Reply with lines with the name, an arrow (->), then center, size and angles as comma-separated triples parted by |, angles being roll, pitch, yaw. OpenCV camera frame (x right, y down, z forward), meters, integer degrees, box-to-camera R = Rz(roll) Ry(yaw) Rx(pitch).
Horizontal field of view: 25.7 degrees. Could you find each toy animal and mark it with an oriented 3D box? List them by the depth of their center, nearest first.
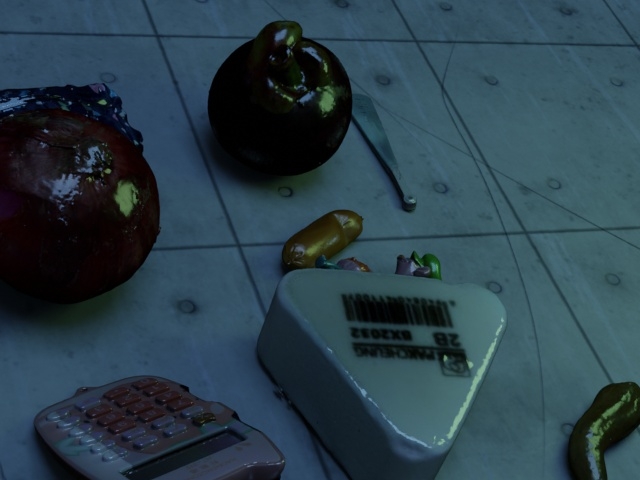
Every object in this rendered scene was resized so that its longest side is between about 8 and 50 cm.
toy animal -> 0.080, 0.068, 2.037 | 0.208, 0.100, 0.103 | 2, 67, -32

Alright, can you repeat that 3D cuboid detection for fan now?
fan -> 0.097, -0.150, 2.321 | 0.057, 0.023, 0.282 | 0, 44, -24

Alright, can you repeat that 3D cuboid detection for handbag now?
handbag -> -0.392, -0.153, 2.058 | 0.260, 0.113, 0.162 | -9, 56, -31

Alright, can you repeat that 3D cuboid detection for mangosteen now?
mangosteen -> -0.059, -0.221, 2.151 | 0.228, 0.265, 0.228 | 2, 67, -6

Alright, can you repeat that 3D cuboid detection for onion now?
onion -> -0.345, -0.049, 1.858 | 0.276, 0.276, 0.276 | 11, 42, -11

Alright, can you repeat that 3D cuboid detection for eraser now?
eraser -> 0.115, 0.163, 1.899 | 0.331, 0.150, 0.331 | 13, 41, -11

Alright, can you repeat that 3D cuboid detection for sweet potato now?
sweet potato -> 0.395, 0.272, 1.965 | 0.081, 0.062, 0.233 | 31, 45, 10

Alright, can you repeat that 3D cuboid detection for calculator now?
calculator -> -0.203, 0.243, 1.688 | 0.220, 0.048, 0.329 | -19, 29, -34

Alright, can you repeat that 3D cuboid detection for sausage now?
sausage -> 0.000, 0.000, 2.097 | 0.183, 0.054, 0.062 | -37, 99, -46

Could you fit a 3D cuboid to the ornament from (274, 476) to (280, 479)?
ornament -> -0.152, 0.323, 1.672 | 0.236, 0.080, 0.202 | -10, 49, -29
